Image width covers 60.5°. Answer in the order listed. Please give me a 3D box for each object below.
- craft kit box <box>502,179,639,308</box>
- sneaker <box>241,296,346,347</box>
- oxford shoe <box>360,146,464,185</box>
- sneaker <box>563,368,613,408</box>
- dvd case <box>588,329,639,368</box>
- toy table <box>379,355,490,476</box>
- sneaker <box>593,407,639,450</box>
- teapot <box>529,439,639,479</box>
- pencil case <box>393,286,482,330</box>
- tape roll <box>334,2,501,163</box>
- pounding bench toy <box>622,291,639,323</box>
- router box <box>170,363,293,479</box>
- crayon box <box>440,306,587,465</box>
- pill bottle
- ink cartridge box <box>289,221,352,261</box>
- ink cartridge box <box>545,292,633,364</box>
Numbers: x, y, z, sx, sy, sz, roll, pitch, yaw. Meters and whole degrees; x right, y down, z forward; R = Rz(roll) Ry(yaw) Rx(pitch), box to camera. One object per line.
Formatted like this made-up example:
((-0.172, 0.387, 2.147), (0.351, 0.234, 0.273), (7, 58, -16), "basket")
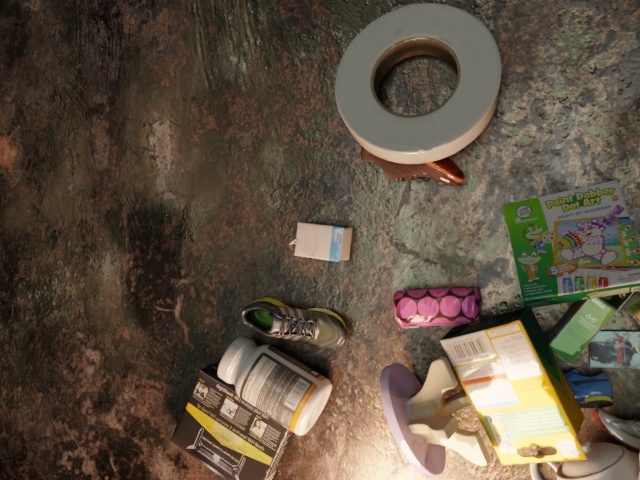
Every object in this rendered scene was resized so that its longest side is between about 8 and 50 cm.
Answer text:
((0.548, 0.009, 1.200), (0.250, 0.061, 0.246), (-13, 57, 19), "craft kit box")
((-0.077, 0.227, 1.451), (0.300, 0.121, 0.111), (8, 95, 19), "sneaker")
((0.224, -0.188, 1.356), (0.271, 0.097, 0.098), (30, 120, 22), "oxford shoe")
((0.557, 0.344, 1.265), (0.209, 0.069, 0.082), (-14, 56, 28), "sneaker")
((0.672, 0.246, 1.239), (0.119, 0.013, 0.087), (-2, 91, 19), "dvd case")
((0.270, 0.406, 1.282), (0.161, 0.252, 0.274), (-27, 95, 35), "toy table")
((0.715, 0.412, 1.200), (0.225, 0.088, 0.092), (18, 93, 10), "sneaker")
((0.596, 0.518, 1.164), (0.256, 0.252, 0.187), (-30, 78, 10), "teapot")
((0.286, 0.166, 1.336), (0.209, 0.095, 0.098), (-7, 59, 20), "pencil case")
((0.226, -0.373, 1.297), (0.392, 0.072, 0.392), (-5, 74, 16), "tape roll")
((0.705, 0.148, 1.207), (0.052, 0.083, 0.065), (-41, 110, 19), "pounding bench toy")
((-0.244, 0.532, 1.542), (0.309, 0.081, 0.243), (28, 101, 17), "router box")
((0.433, 0.328, 1.220), (0.203, 0.083, 0.323), (-26, 90, 41), "crayon box")
((-0.123, 0.375, 1.452), (0.278, 0.162, 0.162), (27, 101, 18), "pill bottle")
((0.000, 0.000, 1.431), (0.143, 0.092, 0.089), (8, 94, 19), "ink cartridge box")
((0.590, 0.166, 1.215), (0.062, 0.109, 0.209), (38, 104, 14), "ink cartridge box")
